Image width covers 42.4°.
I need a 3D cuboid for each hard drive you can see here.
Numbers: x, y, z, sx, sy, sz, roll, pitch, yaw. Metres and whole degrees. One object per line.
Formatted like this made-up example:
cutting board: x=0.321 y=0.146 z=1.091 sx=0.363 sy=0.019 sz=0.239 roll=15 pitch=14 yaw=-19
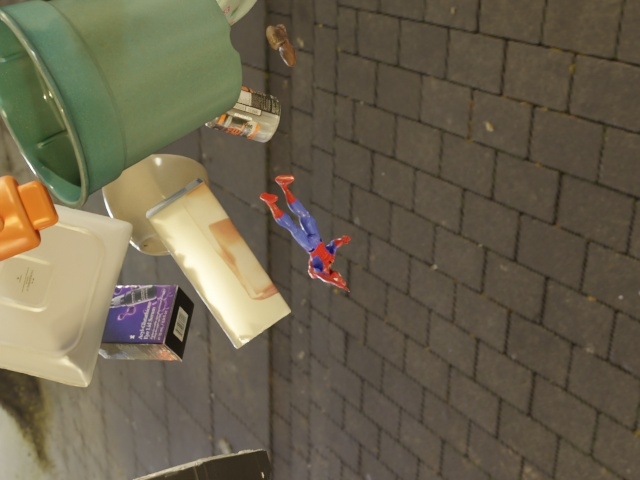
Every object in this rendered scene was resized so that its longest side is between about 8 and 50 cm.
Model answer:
hard drive: x=-0.227 y=0.382 z=1.244 sx=0.339 sy=0.237 sz=0.064 roll=39 pitch=-148 yaw=-72

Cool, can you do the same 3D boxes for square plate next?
square plate: x=-0.581 y=0.084 z=1.627 sx=0.049 sy=0.344 sz=0.347 roll=156 pitch=129 yaw=-71

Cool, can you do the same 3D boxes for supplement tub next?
supplement tub: x=-0.201 y=-0.311 z=1.970 sx=0.117 sy=0.190 sz=0.117 roll=-40 pitch=44 yaw=53

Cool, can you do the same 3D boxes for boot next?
boot: x=-0.092 y=-0.449 z=1.917 sx=0.114 sy=0.037 sz=0.106 roll=-68 pitch=-41 yaw=-70

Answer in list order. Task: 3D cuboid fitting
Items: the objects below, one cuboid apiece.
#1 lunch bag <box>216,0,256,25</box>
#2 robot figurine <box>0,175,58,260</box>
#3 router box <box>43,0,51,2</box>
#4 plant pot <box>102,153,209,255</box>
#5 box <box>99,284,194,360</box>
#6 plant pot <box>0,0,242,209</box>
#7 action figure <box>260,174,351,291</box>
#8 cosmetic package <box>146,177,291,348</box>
lunch bag: x=-0.158 y=-0.576 z=1.661 sx=0.108 sy=0.224 sz=0.279 roll=37 pitch=101 yaw=2
robot figurine: x=-0.534 y=-0.025 z=1.310 sx=0.158 sy=0.219 sz=0.128 roll=-124 pitch=16 yaw=-48
router box: x=-0.528 y=-0.526 z=1.886 sx=0.081 sy=0.243 sz=0.308 roll=18 pitch=117 yaw=14
plant pot: x=-0.425 y=-0.072 z=2.181 sx=0.284 sy=0.284 sz=0.190 roll=-48 pitch=47 yaw=54
box: x=-0.420 y=0.193 z=1.935 sx=0.108 sy=0.207 sz=0.153 roll=63 pitch=-150 yaw=-56
plant pot: x=-0.334 y=-0.273 z=1.374 sx=0.341 sy=0.334 sz=0.341 roll=39 pitch=145 yaw=35
action figure: x=0.000 y=0.000 z=1.694 sx=0.139 sy=0.091 sz=0.280 roll=14 pitch=145 yaw=44
cosmetic package: x=-0.195 y=0.038 z=1.568 sx=0.296 sy=0.129 sz=0.153 roll=58 pitch=173 yaw=-14
